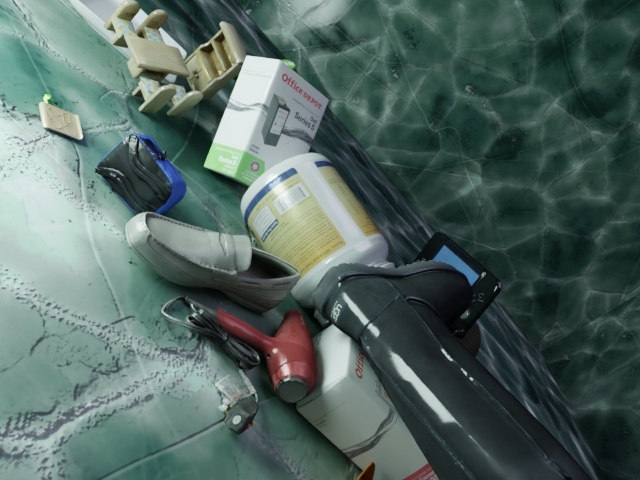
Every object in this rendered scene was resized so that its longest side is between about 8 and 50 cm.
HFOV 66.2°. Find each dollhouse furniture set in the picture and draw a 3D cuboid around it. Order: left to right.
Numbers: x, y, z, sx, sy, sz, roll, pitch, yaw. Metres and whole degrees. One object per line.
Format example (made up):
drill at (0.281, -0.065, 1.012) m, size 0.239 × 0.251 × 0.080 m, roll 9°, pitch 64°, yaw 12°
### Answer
dollhouse furniture set at (-0.303, -0.409, 1.084) m, size 0.242 × 0.161 × 0.212 m, roll -14°, pitch 78°, yaw -57°

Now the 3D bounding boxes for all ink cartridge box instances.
ink cartridge box at (-0.120, -0.254, 1.139) m, size 0.114 × 0.273 × 0.198 m, roll 22°, pitch 1°, yaw 36°
ink cartridge box at (0.101, 0.299, 0.891) m, size 0.283 × 0.117 × 0.207 m, roll 47°, pitch 20°, yaw -12°

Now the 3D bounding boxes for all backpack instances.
backpack at (-0.278, -0.103, 0.804) m, size 0.120 × 0.098 × 0.101 m, roll 51°, pitch 16°, yaw 3°

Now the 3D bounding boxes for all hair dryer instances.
hair dryer at (-0.091, 0.157, 0.780) m, size 0.224 × 0.080 × 0.293 m, roll 56°, pitch 20°, yaw 16°

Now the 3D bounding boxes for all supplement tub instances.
supplement tub at (0.000, 0.000, 1.036) m, size 0.316 × 0.228 × 0.228 m, roll 57°, pitch 20°, yaw 15°

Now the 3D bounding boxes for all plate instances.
plate at (-0.463, -0.510, 1.198) m, size 0.277 × 0.045 × 0.278 m, roll 39°, pitch 23°, yaw -29°

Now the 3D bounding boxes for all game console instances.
game console at (0.265, 0.111, 1.272) m, size 0.173 × 0.250 × 0.293 m, roll 26°, pitch 16°, yaw -32°

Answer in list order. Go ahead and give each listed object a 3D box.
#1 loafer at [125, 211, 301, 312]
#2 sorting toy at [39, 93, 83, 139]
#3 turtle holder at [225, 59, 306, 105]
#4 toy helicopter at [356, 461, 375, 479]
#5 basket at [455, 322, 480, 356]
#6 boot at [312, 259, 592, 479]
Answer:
loafer at (-0.162, 0.026, 0.806) m, size 0.319 × 0.111 × 0.112 m, roll 29°, pitch 29°, yaw -46°
sorting toy at (-0.420, -0.200, 0.790) m, size 0.062 × 0.012 × 0.083 m, roll 14°, pitch 44°, yaw -52°
turtle holder at (-0.145, -0.365, 1.332) m, size 0.228 × 0.243 × 0.320 m, roll -75°, pitch 151°, yaw -49°
toy helicopter at (0.078, 0.370, 0.644) m, size 0.355 × 0.140 × 0.234 m, roll 31°, pitch -16°, yaw -39°
basket at (0.305, 0.300, 1.268) m, size 0.154 × 0.205 × 0.226 m, roll 34°, pitch 23°, yaw 20°
boot at (0.237, 0.207, 0.774) m, size 0.366 × 0.146 × 0.445 m, roll 0°, pitch 29°, yaw -34°
